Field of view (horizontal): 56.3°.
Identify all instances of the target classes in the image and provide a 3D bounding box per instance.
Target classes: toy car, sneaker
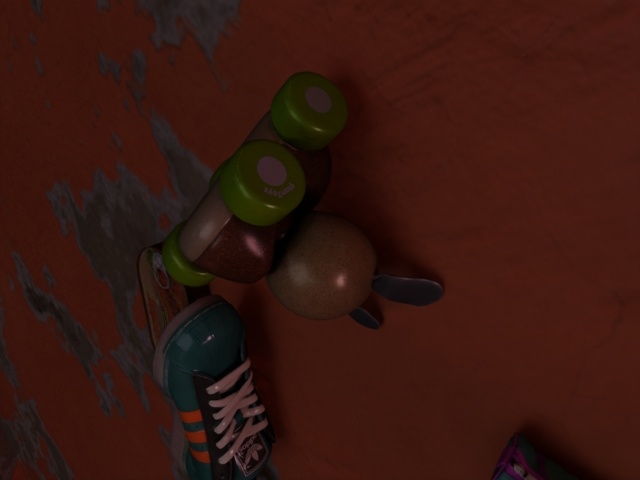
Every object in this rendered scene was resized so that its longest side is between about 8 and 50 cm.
[{"bbox_3d":[0.000,0.000,0.462,0.188,0.149,0.155,37,144,-13],"label":"toy car"},{"bbox_3d":[-0.099,0.189,0.651,0.121,0.108,0.302,35,139,29],"label":"sneaker"}]

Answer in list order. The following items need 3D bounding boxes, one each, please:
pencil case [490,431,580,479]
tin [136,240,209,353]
[{"bbox_3d":[0.178,0.196,0.390,0.151,0.064,0.070,31,158,31],"label":"pencil case"},{"bbox_3d":[-0.173,0.090,0.725,0.106,0.040,0.190,16,120,36],"label":"tin"}]
